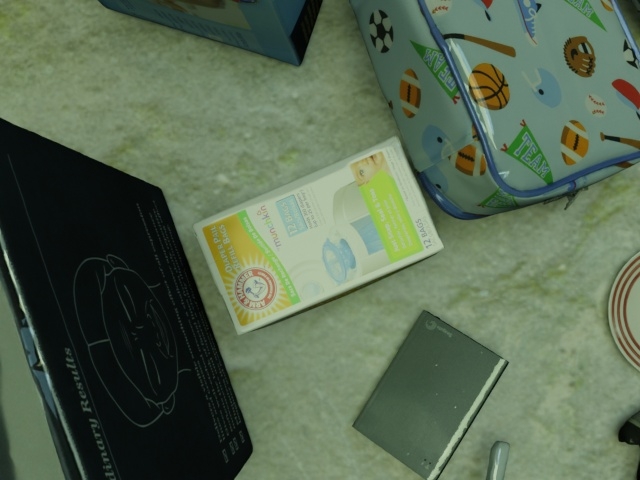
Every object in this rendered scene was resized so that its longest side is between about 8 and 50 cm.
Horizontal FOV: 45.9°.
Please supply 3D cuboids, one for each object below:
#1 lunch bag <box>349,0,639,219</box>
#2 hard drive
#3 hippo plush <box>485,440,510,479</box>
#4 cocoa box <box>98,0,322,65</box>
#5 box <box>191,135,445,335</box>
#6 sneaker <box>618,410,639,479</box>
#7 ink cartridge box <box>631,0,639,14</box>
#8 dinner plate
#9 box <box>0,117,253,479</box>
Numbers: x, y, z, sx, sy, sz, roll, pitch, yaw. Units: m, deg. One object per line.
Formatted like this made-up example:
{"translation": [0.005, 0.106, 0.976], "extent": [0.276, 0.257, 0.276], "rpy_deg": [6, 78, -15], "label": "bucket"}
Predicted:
{"translation": [0.172, -0.171, 0.677], "extent": [0.243, 0.115, 0.303], "rpy_deg": [-20, 87, -26], "label": "lunch bag"}
{"translation": [0.105, 0.148, 0.725], "extent": [0.094, 0.022, 0.135], "rpy_deg": [31, 90, 23], "label": "hard drive"}
{"translation": [0.162, 0.394, 0.648], "extent": [0.234, 0.294, 0.236], "rpy_deg": [-40, 111, 20], "label": "hippo plush"}
{"translation": [-0.103, -0.318, 0.614], "extent": [0.231, 0.347, 0.228], "rpy_deg": [18, 90, 5], "label": "cocoa box"}
{"translation": [0.000, 0.000, 0.712], "extent": [0.203, 0.103, 0.114], "rpy_deg": [-23, 85, 3], "label": "box"}
{"translation": [0.333, 0.229, 0.695], "extent": [0.074, 0.063, 0.170], "rpy_deg": [-26, 80, 3], "label": "sneaker"}
{"translation": [0.355, -0.253, 0.675], "extent": [0.139, 0.082, 0.191], "rpy_deg": [-40, 106, 2], "label": "ink cartridge box"}
{"translation": [0.346, 0.069, 0.723], "extent": [0.141, 0.017, 0.141], "rpy_deg": [0, 86, 4], "label": "dinner plate"}
{"translation": [-0.222, 0.103, 0.579], "extent": [0.211, 0.395, 0.294], "rpy_deg": [-20, 85, 2], "label": "box"}
